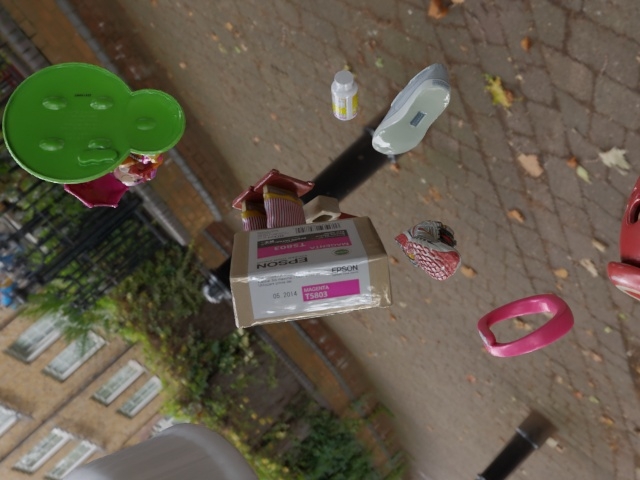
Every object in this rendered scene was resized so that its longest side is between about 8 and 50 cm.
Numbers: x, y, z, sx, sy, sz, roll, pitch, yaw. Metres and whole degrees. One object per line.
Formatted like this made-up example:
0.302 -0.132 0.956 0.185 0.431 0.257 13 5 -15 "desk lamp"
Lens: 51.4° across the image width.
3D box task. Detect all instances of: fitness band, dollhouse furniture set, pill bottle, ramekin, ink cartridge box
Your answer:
0.478 0.196 1.561 0.291 0.208 0.054 -48 -64 -81 "fitness band"
0.000 0.000 1.460 0.374 0.152 0.202 12 -122 -43 "dollhouse furniture set"
0.040 -0.239 1.091 0.043 0.043 0.083 43 162 23 "pill bottle"
-0.168 0.339 0.674 0.135 0.277 0.277 -2 -147 -47 "ramekin"
-0.019 0.042 1.038 0.193 0.234 0.088 -106 9 -70 "ink cartridge box"

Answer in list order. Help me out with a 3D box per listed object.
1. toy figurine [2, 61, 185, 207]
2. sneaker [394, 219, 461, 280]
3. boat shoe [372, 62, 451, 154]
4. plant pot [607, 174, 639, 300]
-0.227 -0.094 0.720 0.159 0.173 0.130 109 157 -72 "toy figurine"
0.206 0.003 1.213 0.088 0.092 0.225 52 179 -15 "sneaker"
0.172 -0.242 1.236 0.079 0.081 0.227 23 149 -15 "boat shoe"
0.475 0.008 0.852 0.191 0.174 0.191 27 -177 -2 "plant pot"
